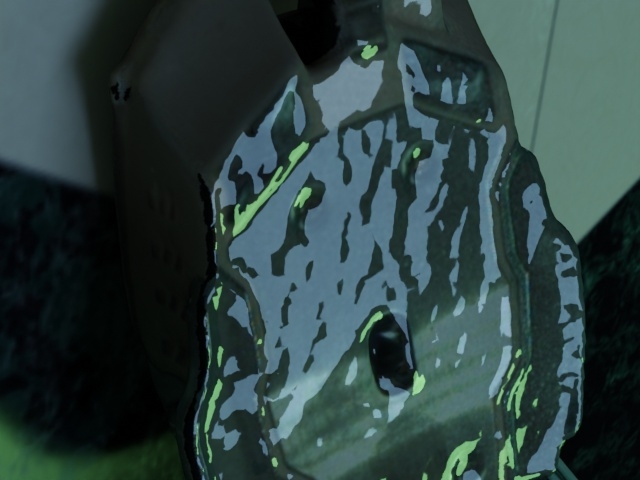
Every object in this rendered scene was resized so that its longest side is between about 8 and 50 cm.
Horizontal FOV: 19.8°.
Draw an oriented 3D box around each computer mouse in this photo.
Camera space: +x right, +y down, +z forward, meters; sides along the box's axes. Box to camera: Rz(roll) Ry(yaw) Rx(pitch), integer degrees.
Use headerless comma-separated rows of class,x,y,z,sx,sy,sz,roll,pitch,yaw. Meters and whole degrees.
computer mouse,-0.004,0.000,0.772,0.199,0.115,0.389,-24,118,-29

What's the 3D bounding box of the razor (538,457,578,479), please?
razor,0.051,0.230,1.034,0.278,0.056,0.111,-43,103,-17
